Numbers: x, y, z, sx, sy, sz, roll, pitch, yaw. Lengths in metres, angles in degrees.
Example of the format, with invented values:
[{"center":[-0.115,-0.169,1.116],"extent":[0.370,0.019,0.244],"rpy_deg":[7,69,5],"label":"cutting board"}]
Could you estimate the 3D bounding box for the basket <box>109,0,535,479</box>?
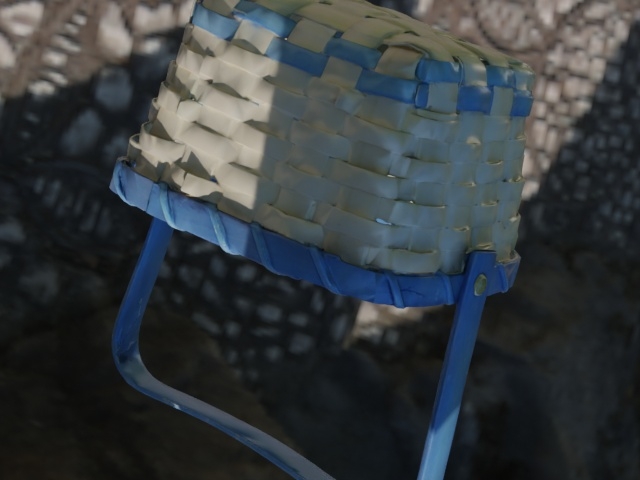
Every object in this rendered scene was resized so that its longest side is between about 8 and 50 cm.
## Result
[{"center":[0.000,0.000,1.062],"extent":[0.201,0.255,0.289],"rpy_deg":[2,111,-57],"label":"basket"}]
